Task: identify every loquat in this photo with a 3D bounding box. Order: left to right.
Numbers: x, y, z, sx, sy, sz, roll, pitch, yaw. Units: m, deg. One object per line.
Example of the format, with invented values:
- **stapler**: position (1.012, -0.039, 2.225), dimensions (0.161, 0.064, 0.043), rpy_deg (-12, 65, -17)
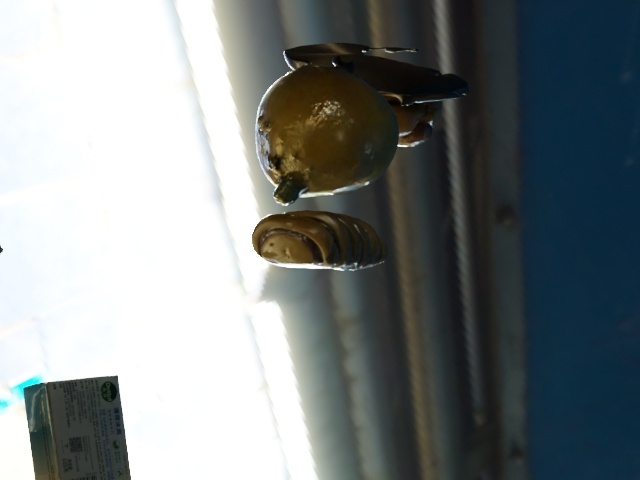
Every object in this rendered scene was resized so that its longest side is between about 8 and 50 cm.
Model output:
- **loquat**: position (0.000, -0.120, 1.749), dimensions (0.172, 0.204, 0.149), rpy_deg (19, -34, 28)

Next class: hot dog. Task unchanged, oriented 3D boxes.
- **hot dog**: position (0.086, -0.217, 2.294), dimensions (0.326, 0.194, 0.107), rpy_deg (-138, -139, -58)

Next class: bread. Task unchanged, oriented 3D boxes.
- **bread**: position (0.000, 0.000, 2.080), dimensions (0.225, 0.134, 0.081), rpy_deg (2, 89, -67)

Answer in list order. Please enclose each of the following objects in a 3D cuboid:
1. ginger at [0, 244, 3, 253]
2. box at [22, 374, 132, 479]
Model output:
- **ginger**: position (-0.602, -0.085, 2.352), dimensions (0.294, 0.086, 0.131), rpy_deg (53, -16, 3)
- **box**: position (-0.378, 0.313, 2.344), dimensions (0.073, 0.139, 0.194), rpy_deg (-16, -100, 43)
